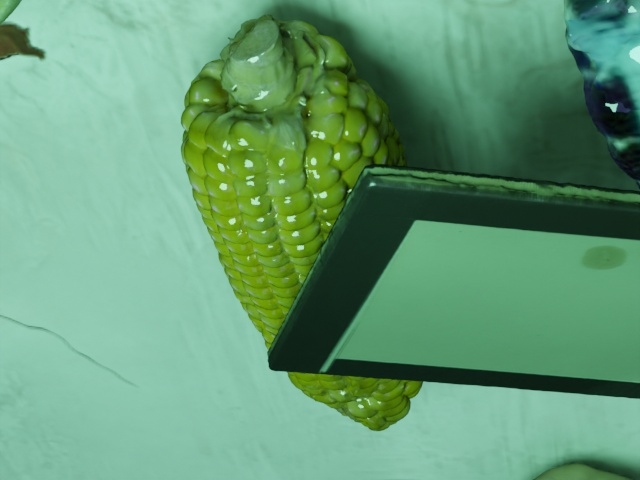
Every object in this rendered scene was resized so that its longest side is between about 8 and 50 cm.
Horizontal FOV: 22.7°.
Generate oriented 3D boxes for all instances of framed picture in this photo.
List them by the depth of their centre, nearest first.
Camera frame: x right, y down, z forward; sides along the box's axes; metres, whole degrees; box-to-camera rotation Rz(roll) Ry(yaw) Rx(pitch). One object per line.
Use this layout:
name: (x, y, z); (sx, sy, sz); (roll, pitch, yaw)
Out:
framed picture: (0.161, 0.038, 0.897); (0.347, 0.016, 0.265); (6, 154, -10)

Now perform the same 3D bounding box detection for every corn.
corn: (0.000, 0.000, 0.993); (0.130, 0.130, 0.347); (-3, 139, 14)

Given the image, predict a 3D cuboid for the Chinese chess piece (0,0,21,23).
Chinese chess piece: (-0.241, -0.182, 0.857); (0.189, 0.083, 0.188); (3, 138, 3)

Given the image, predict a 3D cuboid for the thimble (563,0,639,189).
thimble: (0.194, -0.131, 0.718); (0.150, 0.237, 0.237); (-10, 137, 23)

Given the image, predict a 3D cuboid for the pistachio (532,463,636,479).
pistachio: (0.195, 0.259, 1.269); (0.152, 0.126, 0.223); (-16, 150, -28)
